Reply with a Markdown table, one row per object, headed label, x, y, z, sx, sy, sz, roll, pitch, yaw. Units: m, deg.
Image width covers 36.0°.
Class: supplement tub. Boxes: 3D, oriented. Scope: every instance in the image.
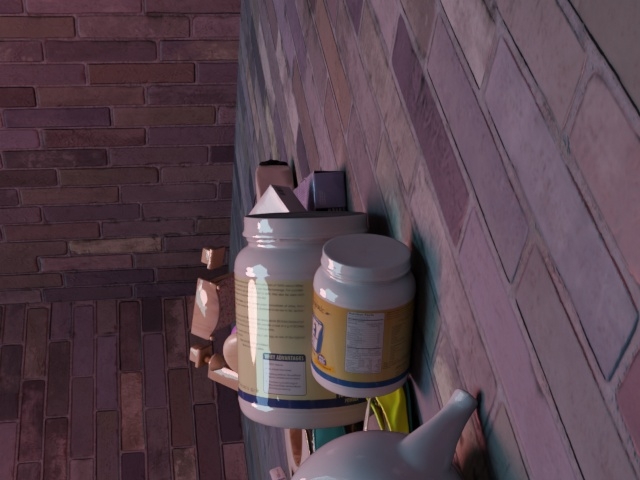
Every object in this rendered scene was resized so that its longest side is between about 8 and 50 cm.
| label | x | y | z | sx | sy | sz | roll | pitch | yaw |
| --- | --- | --- | --- | --- | --- | --- | --- | --- | --- |
| supplement tub | -0.020 | 0.119 | 1.588 | 0.235 | 0.235 | 0.325 | -156 | 64 | -79 |
| supplement tub | 0.060 | 0.105 | 1.389 | 0.144 | 0.144 | 0.200 | -115 | 25 | -65 |

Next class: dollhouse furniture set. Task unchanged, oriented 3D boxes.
| label | x | y | z | sx | sy | sz | roll | pitch | yaw |
| --- | --- | --- | --- | --- | --- | --- | --- | --- | --- |
| dollhouse furniture set | -0.137 | 0.172 | 2.304 | 0.303 | 0.173 | 0.356 | -22 | -54 | -55 |

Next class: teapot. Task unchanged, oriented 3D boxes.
| label | x | y | z | sx | sy | sz | roll | pitch | yaw |
| --- | --- | --- | --- | --- | --- | --- | --- | --- | --- |
| teapot | 0.087 | 0.326 | 1.183 | 0.187 | 0.256 | 0.253 | -37 | -70 | -51 |

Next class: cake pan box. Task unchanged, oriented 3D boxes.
| label | x | y | z | sx | sy | sz | roll | pitch | yaw |
| --- | --- | --- | --- | --- | --- | --- | --- | --- | --- |
| cake pan box | 0.000 | 0.000 | 1.927 | 0.267 | 0.070 | 0.246 | 148 | 117 | -78 |

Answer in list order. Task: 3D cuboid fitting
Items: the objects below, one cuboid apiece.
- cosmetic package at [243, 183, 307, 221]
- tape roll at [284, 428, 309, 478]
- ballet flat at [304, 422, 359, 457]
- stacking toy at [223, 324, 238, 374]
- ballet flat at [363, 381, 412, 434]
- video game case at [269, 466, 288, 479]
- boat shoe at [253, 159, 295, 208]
| label | x | y | z | sx | sy | sz | roll | pitch | yaw |
| --- | --- | --- | --- | --- | --- | --- | --- | --- | --- |
| cosmetic package | -0.040 | 0.016 | 1.792 | 0.099 | 0.060 | 0.239 | -50 | 58 | 25 |
| tape roll | -0.022 | 0.382 | 2.128 | 0.392 | 0.072 | 0.392 | 178 | 90 | -80 |
| ballet flat | 0.017 | 0.319 | 1.803 | 0.123 | 0.123 | 0.349 | 110 | 156 | -64 |
| stacking toy | -0.084 | 0.137 | 2.075 | 0.141 | 0.141 | 0.330 | 98 | -168 | -45 |
| ballet flat | 0.102 | 0.300 | 1.390 | 0.077 | 0.077 | 0.231 | 101 | 163 | -55 |
| video game case | -0.025 | 0.671 | 2.068 | 0.300 | 0.036 | 0.329 | -156 | 48 | -79 |
| boat shoe | -0.102 | -0.021 | 2.396 | 0.158 | 0.127 | 0.341 | 90 | 180 | -55 |
